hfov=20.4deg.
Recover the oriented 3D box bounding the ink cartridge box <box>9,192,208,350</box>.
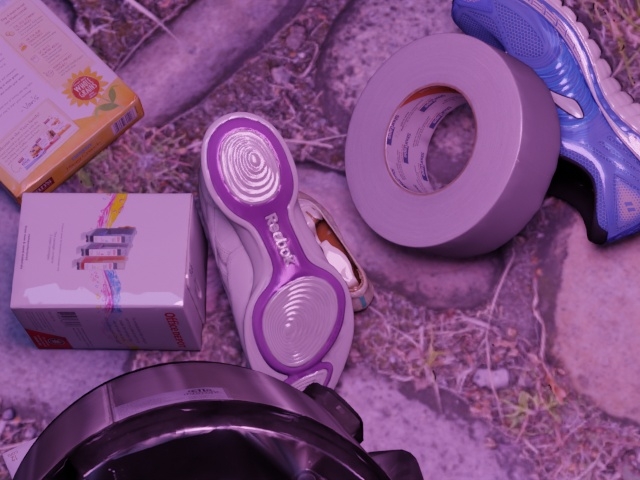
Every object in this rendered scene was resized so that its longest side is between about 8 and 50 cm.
[{"bbox_3d":[-0.207,0.032,1.792,0.176,0.128,0.127,1,67,5],"label":"ink cartridge box"}]

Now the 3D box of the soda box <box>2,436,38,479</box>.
[{"bbox_3d":[-0.195,0.202,1.747,0.216,0.074,0.069,-25,67,-6],"label":"soda box"}]

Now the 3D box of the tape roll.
[{"bbox_3d":[0.130,-0.094,1.785,0.219,0.072,0.219,-10,73,38],"label":"tape roll"}]

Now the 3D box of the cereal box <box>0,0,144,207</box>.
[{"bbox_3d":[-0.332,-0.168,1.933,0.173,0.047,0.240,-41,69,-12],"label":"cereal box"}]

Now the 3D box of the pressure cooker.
[{"bbox_3d":[-0.098,0.287,1.533,0.370,0.420,0.375,28,89,-9],"label":"pressure cooker"}]

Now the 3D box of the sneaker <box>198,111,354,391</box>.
[{"bbox_3d":[-0.047,0.020,1.788,0.114,0.152,0.305,-14,94,-11],"label":"sneaker"}]

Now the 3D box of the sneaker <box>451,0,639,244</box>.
[{"bbox_3d":[0.230,-0.134,1.824,0.147,0.130,0.330,-32,68,-11],"label":"sneaker"}]

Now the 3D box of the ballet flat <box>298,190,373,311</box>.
[{"bbox_3d":[0.000,0.000,1.827,0.057,0.052,0.168,-37,68,-9],"label":"ballet flat"}]
